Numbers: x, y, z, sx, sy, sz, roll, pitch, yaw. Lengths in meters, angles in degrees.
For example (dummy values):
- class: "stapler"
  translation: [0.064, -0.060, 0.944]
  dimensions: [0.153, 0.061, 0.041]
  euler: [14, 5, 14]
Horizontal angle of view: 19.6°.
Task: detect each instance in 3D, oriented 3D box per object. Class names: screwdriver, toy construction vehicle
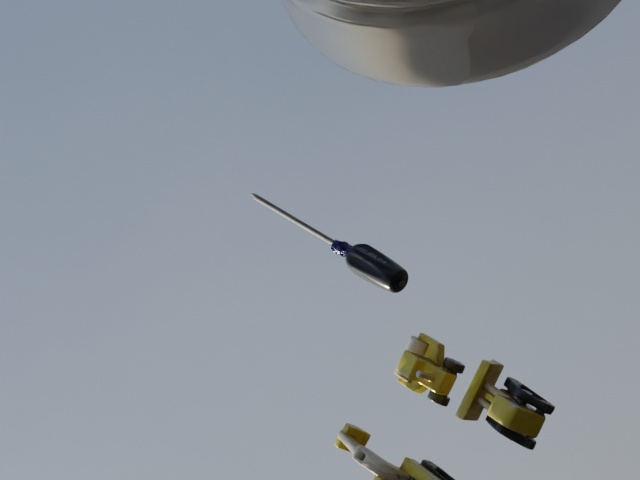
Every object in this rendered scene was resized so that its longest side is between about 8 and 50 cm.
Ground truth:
- class: "screwdriver"
  translation: [0.000, 0.000, 1.359]
  dimensions: [0.025, 0.170, 0.024]
  euler: [-53, -41, -14]
- class: "toy construction vehicle"
  translation: [0.055, 0.091, 0.903]
  dimensions: [0.035, 0.098, 0.086]
  euler: [19, -78, -43]

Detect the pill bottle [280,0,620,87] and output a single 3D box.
- class: "pill bottle"
  translation: [0.003, -0.185, 0.484]
  dimensions: [0.176, 0.176, 0.318]
  euler: [-47, -36, -14]
